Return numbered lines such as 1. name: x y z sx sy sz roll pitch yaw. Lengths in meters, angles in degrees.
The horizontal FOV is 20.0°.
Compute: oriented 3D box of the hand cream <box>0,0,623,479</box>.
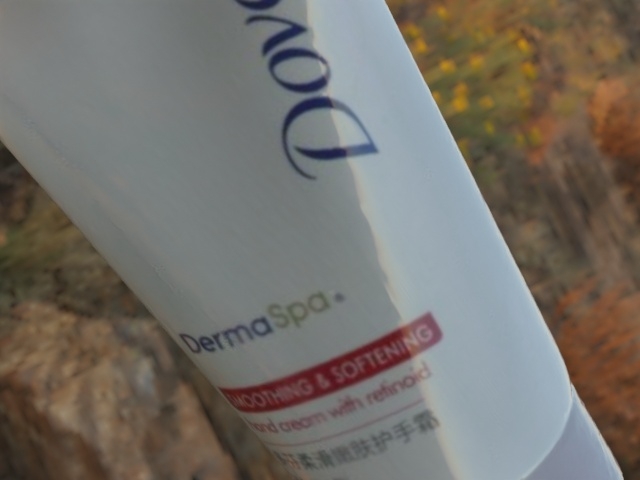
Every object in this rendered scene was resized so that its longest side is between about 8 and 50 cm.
1. hand cream: 0.000 0.000 0.519 0.248 0.133 0.083 53 26 -24
